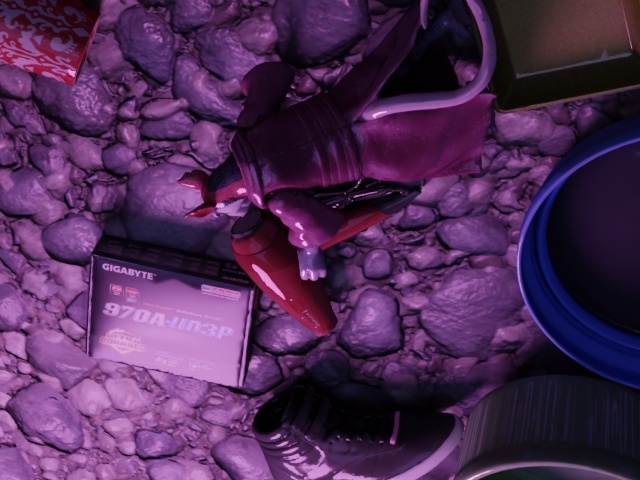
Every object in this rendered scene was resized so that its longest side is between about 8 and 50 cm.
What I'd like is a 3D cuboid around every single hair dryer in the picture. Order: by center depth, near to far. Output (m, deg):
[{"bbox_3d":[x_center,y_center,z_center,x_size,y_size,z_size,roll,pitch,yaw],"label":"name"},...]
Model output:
[{"bbox_3d":[0.000,0.000,1.819,0.223,0.080,0.293,11,126,3],"label":"hair dryer"}]

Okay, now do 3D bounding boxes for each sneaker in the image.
[{"bbox_3d":[0.037,0.255,1.969,0.295,0.104,0.147,-16,124,26],"label":"sneaker"}]

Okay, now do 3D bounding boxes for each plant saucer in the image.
[{"bbox_3d":[0.264,-0.245,1.620,0.188,0.045,0.188,-10,121,17],"label":"plant saucer"}]

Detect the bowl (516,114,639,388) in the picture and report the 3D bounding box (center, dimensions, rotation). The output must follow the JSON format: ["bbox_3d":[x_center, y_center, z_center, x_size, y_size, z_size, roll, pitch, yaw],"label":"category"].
[{"bbox_3d":[0.431,0.014,1.735,0.391,0.077,0.391,7,128,8],"label":"bowl"}]

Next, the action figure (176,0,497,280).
[{"bbox_3d":[0.021,-0.101,1.612,0.370,0.276,0.248,-25,90,-7],"label":"action figure"}]

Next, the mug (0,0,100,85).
[{"bbox_3d":[-0.343,-0.264,1.690,0.169,0.113,0.150,21,127,-8],"label":"mug"}]

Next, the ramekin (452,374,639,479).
[{"bbox_3d":[0.316,0.304,1.885,0.303,0.148,0.303,7,141,6],"label":"ramekin"}]

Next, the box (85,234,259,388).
[{"bbox_3d":[-0.195,0.096,1.940,0.220,0.051,0.175,12,125,3],"label":"box"}]
